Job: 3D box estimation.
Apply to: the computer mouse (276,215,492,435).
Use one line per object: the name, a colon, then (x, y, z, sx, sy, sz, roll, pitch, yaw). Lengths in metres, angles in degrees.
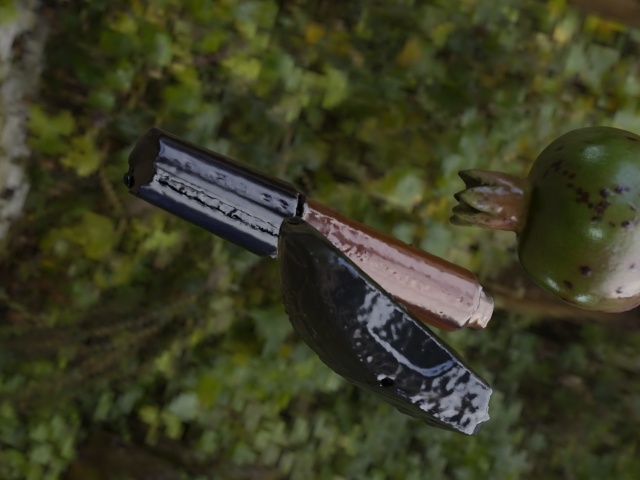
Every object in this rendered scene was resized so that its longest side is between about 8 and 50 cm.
computer mouse: (0.038, 0.073, 1.231, 0.073, 0.217, 0.122, -49, -165, 4)

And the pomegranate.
pomegranate: (0.214, -0.019, 1.402, 0.159, 0.205, 0.159, 11, 90, -90)

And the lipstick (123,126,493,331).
lipstick: (0.000, 0.000, 1.613, 0.418, 0.077, 0.077, 24, 83, -28)
